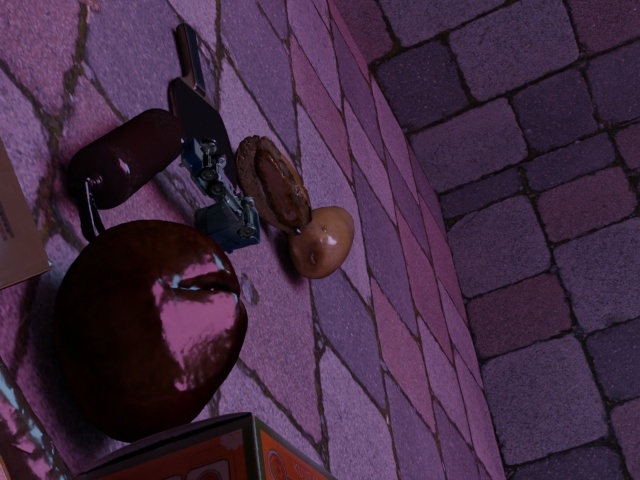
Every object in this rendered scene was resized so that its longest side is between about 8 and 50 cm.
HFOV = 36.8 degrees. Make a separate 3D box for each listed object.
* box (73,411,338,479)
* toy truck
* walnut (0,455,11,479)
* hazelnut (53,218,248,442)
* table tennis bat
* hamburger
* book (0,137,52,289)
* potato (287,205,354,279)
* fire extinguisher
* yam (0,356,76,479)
[{"bbox_3d":[-0.085,0.263,0.825,0.195,0.177,0.148,50,22,-50],"label":"box"},{"bbox_3d":[-0.144,-0.055,1.242,0.175,0.081,0.067,57,18,-45],"label":"toy truck"},{"bbox_3d":[-0.235,0.162,0.494,0.207,0.159,0.159,67,14,16],"label":"walnut"},{"bbox_3d":[-0.159,0.085,0.877,0.178,0.178,0.204,45,32,-56],"label":"hazelnut"},{"bbox_3d":[-0.180,-0.197,1.436,0.173,0.022,0.301,38,34,-61],"label":"table tennis bat"},{"bbox_3d":[-0.080,-0.094,1.547,0.176,0.087,0.102,57,7,-18],"label":"hamburger"},{"bbox_3d":[-0.287,-0.028,0.695,0.231,0.026,0.161,-34,104,-74],"label":"book"},{"bbox_3d":[0.000,0.000,1.618,0.178,0.109,0.119,-46,141,-71],"label":"potato"},{"bbox_3d":[-0.214,-0.078,1.056,0.268,0.072,0.089,-66,145,-70],"label":"fire extinguisher"},{"bbox_3d":[-0.236,0.136,0.688,0.169,0.068,0.068,64,15,-12],"label":"yam"}]
